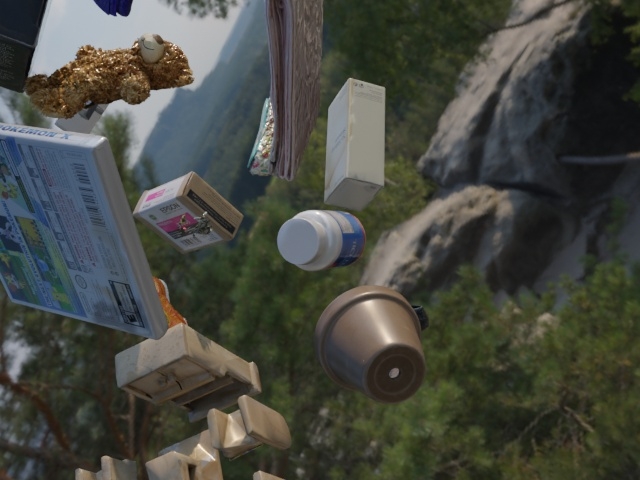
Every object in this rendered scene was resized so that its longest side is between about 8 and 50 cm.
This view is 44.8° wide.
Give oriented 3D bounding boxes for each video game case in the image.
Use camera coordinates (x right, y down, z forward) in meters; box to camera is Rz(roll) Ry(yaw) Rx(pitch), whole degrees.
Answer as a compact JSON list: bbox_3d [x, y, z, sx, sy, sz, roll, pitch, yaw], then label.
[{"bbox_3d":[-0.382,-0.015,1.109,0.036,0.300,0.329,-54,-35,-44],"label":"video game case"}]

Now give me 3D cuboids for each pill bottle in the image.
[{"bbox_3d":[0.000,0.000,1.584,0.124,0.124,0.221,-60,-20,14],"label":"pill bottle"}]

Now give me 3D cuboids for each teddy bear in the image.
[{"bbox_3d":[-0.431,-0.338,1.567,0.245,0.338,0.113,-110,9,-60],"label":"teddy bear"}]

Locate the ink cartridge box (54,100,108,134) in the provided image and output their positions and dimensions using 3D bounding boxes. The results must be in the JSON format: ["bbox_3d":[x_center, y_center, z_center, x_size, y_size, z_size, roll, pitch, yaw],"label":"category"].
[{"bbox_3d":[-0.605,-0.383,2.059,0.218,0.092,0.158,-52,21,5],"label":"ink cartridge box"}]

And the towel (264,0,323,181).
[{"bbox_3d":[-0.041,-0.304,1.280,0.332,0.053,0.317,-76,-10,-60],"label":"towel"}]

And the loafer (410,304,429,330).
[{"bbox_3d":[0.198,0.191,2.111,0.223,0.078,0.076,9,23,43],"label":"loafer"}]

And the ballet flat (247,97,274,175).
[{"bbox_3d":[-0.117,-0.238,1.835,0.091,0.077,0.241,119,164,-51],"label":"ballet flat"}]

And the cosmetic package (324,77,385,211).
[{"bbox_3d":[0.092,-0.253,2.063,0.160,0.113,0.309,131,147,-57],"label":"cosmetic package"}]

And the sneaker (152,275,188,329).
[{"bbox_3d":[-0.317,0.143,1.528,0.064,0.175,0.067,-44,-28,12],"label":"sneaker"}]

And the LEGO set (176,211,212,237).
[{"bbox_3d":[-0.233,-0.026,1.477,0.023,0.083,0.054,34,120,38],"label":"LEGO set"}]

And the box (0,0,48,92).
[{"bbox_3d":[-0.631,-0.491,1.504,0.395,0.212,0.293,-6,69,66],"label":"box"}]

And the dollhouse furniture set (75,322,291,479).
[{"bbox_3d":[-0.218,0.391,1.409,0.362,0.256,0.394,-27,54,15],"label":"dollhouse furniture set"}]

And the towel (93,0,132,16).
[{"bbox_3d":[-0.551,-0.694,1.920,0.076,0.227,0.308,-49,8,-22],"label":"towel"}]

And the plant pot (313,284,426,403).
[{"bbox_3d":[0.138,0.261,1.792,0.263,0.263,0.229,-62,21,7],"label":"plant pot"}]

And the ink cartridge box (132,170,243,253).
[{"bbox_3d":[-0.355,-0.068,2.072,0.234,0.193,0.088,-15,44,44],"label":"ink cartridge box"}]
